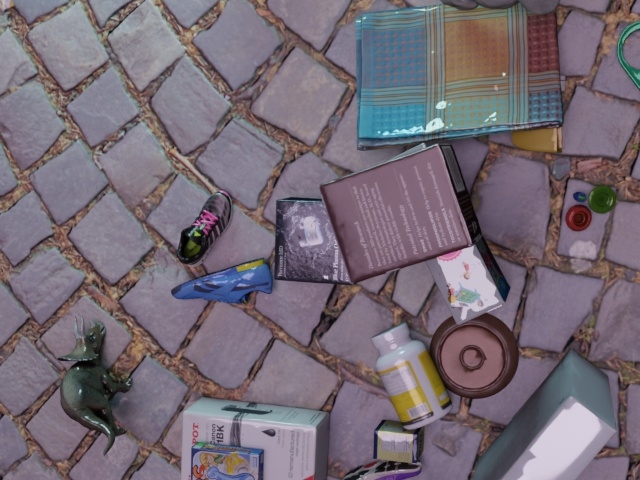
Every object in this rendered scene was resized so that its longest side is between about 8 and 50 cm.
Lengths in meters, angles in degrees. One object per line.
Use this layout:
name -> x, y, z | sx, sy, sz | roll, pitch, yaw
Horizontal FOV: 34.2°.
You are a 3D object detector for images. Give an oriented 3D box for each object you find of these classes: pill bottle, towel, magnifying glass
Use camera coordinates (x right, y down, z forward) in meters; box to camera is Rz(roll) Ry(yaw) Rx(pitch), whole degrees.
pill bottle -> 0.165, 0.251, 1.944 | 0.103, 0.103, 0.184 | -25, 88, 15
towel -> 0.240, -0.308, 1.864 | 0.370, 0.040, 0.271 | -5, 73, 16
magnifying glass -> 0.582, -0.273, 1.836 | 0.092, 0.026, 0.231 | -10, 90, 15

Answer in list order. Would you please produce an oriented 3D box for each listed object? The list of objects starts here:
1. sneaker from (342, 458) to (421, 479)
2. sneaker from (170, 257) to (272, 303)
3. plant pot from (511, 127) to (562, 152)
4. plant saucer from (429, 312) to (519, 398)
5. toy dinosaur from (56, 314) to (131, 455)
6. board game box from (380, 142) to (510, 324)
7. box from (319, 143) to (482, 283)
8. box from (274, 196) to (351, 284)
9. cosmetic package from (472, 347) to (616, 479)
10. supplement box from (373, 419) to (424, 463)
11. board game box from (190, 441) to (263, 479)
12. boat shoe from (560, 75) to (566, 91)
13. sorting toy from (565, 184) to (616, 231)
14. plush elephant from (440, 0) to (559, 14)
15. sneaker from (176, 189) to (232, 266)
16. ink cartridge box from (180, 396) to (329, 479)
sneaker -> 0.124, 0.460, 2.004 | 0.170, 0.068, 0.071 | -24, 104, 23
sneaker -> -0.193, 0.098, 2.040 | 0.209, 0.069, 0.082 | -15, 95, 15
plant pot -> 0.386, -0.196, 1.863 | 0.083, 0.081, 0.081 | 0, 95, 19
plant saucer -> 0.286, 0.217, 1.949 | 0.168, 0.029, 0.168 | 1, 96, 13
toy dinosaur -> -0.461, 0.310, 2.056 | 0.121, 0.313, 0.160 | -38, 123, 24
board game box -> 0.223, -0.017, 1.845 | 0.097, 0.224, 0.303 | -27, 88, 13
box -> 0.132, -0.046, 1.662 | 0.203, 0.168, 0.167 | -19, 91, 16
box -> 0.000, 0.000, 1.970 | 0.158, 0.093, 0.156 | 3, 96, 15
cosmetic package -> 0.370, 0.350, 1.759 | 0.097, 0.377, 0.284 | 36, 103, 8
supplement box -> 0.149, 0.380, 1.969 | 0.083, 0.083, 0.056 | 3, 96, 15
board game box -> -0.178, 0.489, 1.969 | 0.136, 0.035, 0.201 | 3, 98, 14
boat shoe -> 0.392, -0.277, 1.877 | 0.100, 0.035, 0.035 | -1, 92, 8
sorting toy -> 0.479, -0.063, 1.874 | 0.102, 0.042, 0.061 | -40, 100, 2
plush elephant -> 0.321, -0.513, 1.769 | 0.272, 0.330, 0.255 | 25, 141, 39
sneaker -> -0.229, -0.020, 2.035 | 0.063, 0.075, 0.170 | 34, 102, 9
ink cartridge box -> -0.130, 0.426, 2.028 | 0.272, 0.114, 0.197 | 4, 97, 15
